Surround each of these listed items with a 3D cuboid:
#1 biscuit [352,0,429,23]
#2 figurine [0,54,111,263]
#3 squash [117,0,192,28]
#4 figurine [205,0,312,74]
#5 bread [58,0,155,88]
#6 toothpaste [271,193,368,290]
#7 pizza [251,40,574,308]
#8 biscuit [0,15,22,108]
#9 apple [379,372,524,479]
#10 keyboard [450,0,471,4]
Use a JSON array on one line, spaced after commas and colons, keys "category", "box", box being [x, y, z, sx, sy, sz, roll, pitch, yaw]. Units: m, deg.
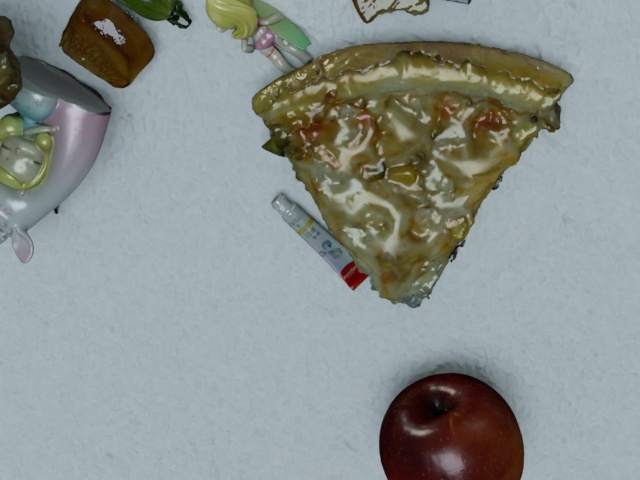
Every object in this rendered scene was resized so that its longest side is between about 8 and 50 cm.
[{"category": "biscuit", "box": [0.136, -0.404, 1.559, 0.228, 0.031, 0.176, -20, 108, 12]}, {"category": "figurine", "box": [-0.483, -0.114, 1.664, 0.284, 0.206, 0.316, 22, 106, -9]}, {"category": "squash", "box": [-0.319, -0.392, 1.587, 0.318, 0.071, 0.080, 28, 120, -4]}, {"category": "figurine", "box": [-0.089, -0.299, 1.604, 0.187, 0.083, 0.083, 40, 110, -20]}, {"category": "bread", "box": [-0.311, -0.278, 1.632, 0.129, 0.044, 0.126, 36, 134, -15]}, {"category": "toothpaste", "box": [0.000, 0.000, 1.731, 0.190, 0.031, 0.048, 43, 101, -14]}, {"category": "pizza", "box": [0.093, -0.143, 1.633, 0.392, 0.080, 0.435, 30, 109, -8]}, {"category": "biscuit", "box": [-0.498, -0.345, 1.527, 0.268, 0.115, 0.366, 4, 86, 35]}, {"category": "apple", "box": [0.201, 0.315, 1.733, 0.218, 0.218, 0.201, -8, 117, 9]}, {"category": "keyboard", "box": [0.115, -0.374, 1.549, 0.196, 0.015, 0.074, 10, 115, 2]}]
